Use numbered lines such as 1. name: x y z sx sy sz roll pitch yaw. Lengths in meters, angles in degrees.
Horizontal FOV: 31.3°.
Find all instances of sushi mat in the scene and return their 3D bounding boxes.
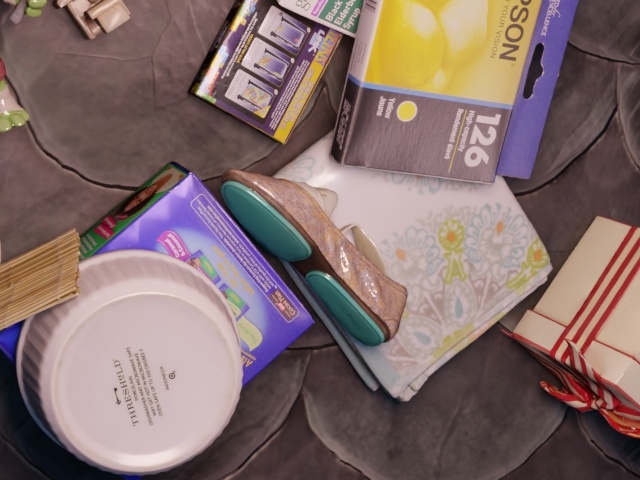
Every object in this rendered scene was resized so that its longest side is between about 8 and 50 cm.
1. sushi mat: -0.420 0.087 1.337 0.317 0.151 0.019 -25 118 4

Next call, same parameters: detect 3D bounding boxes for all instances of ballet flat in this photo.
1. ballet flat: 0.000 0.000 1.455 0.316 0.108 0.106 49 60 -24

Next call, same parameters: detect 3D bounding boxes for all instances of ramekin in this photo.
1. ramekin: -0.214 0.150 1.343 0.273 0.127 0.272 -3 100 -18

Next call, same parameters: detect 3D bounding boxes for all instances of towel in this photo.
1. towel: 0.118 -0.002 1.587 0.320 0.090 0.374 -39 109 -13

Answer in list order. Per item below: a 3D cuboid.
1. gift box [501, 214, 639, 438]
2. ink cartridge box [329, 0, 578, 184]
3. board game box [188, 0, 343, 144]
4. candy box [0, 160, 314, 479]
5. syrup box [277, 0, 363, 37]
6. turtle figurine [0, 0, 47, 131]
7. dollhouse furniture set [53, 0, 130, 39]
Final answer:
1. gift box: 0.437 0.133 1.634 0.276 0.255 0.258 37 84 -26
2. ink cartridge box: 0.188 -0.226 1.466 0.307 0.072 0.303 5 109 -20
3. board game box: -0.071 -0.234 1.501 0.141 0.048 0.170 29 88 -23
4. candy box: -0.217 0.103 1.468 0.317 0.122 0.268 -41 110 -10
5. syrup box: 0.058 -0.317 1.480 0.237 0.096 0.093 19 119 -27
6. turtle figurine: -0.408 -0.234 1.287 0.275 0.198 0.266 5 122 21
7. dollhouse furniture set: -0.172 -0.376 1.279 0.303 0.355 0.173 -37 108 -9
